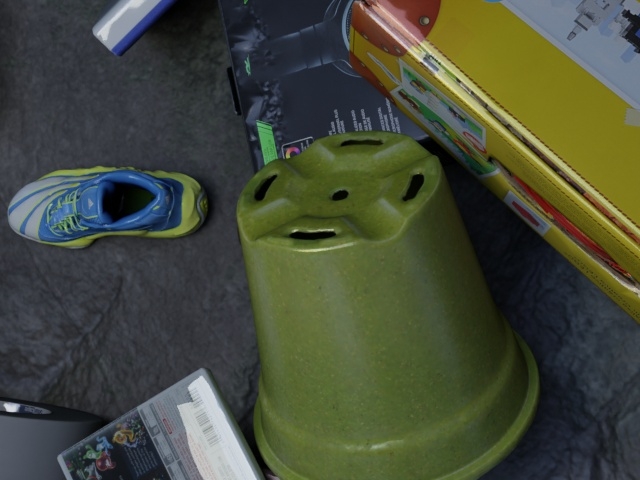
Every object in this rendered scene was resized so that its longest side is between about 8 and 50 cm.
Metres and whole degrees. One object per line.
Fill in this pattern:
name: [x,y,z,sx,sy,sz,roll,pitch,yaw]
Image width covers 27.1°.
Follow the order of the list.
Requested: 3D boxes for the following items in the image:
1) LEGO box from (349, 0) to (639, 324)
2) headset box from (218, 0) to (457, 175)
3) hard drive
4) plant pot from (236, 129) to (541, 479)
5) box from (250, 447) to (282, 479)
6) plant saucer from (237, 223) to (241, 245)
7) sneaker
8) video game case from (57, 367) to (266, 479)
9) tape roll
LEGO box: [0.331,-0.140,1.128,0.500,0.193,0.372,43,84,7]
headset box: [0.043,-0.188,1.345,0.283,0.131,0.246,-14,79,16]
hard drive: [-0.104,-0.329,1.378,0.319,0.210,0.040,-43,106,9]
plant pot: [0.042,0.052,1.188,0.276,0.276,0.254,-4,127,18]
box: [-0.067,0.296,1.303,0.203,0.167,0.168,9,85,19]
plant saucer: [0.000,0.000,1.325,0.168,0.168,0.029,-14,44,16]
sneaker: [-0.248,-0.045,1.425,0.240,0.126,0.091,-5,82,17]
video game case: [-0.134,0.242,1.232,0.173,0.022,0.190,-32,75,11]
tape roll: [-0.339,0.205,1.376,0.219,0.219,0.072,6,86,19]
